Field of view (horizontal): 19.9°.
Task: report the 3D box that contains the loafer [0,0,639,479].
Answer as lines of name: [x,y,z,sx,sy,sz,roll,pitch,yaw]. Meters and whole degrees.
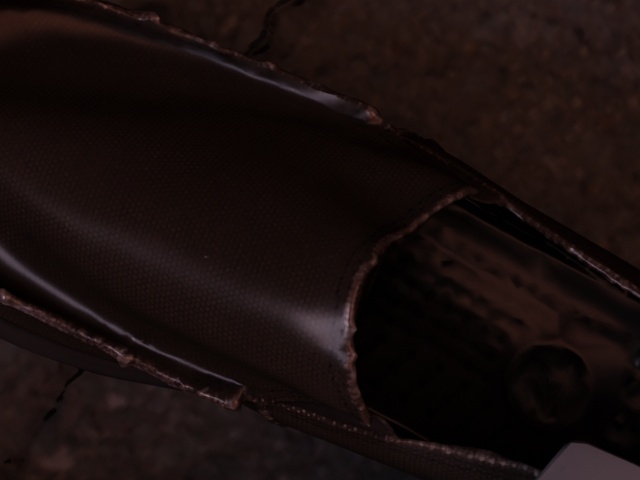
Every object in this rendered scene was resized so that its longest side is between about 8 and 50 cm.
loafer: [0.000,0.000,0.634,0.366,0.130,0.133,21,78,-4]

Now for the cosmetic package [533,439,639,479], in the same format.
cosmetic package: [0.124,0.312,0.603,0.230,0.161,0.453,-44,133,-24]
